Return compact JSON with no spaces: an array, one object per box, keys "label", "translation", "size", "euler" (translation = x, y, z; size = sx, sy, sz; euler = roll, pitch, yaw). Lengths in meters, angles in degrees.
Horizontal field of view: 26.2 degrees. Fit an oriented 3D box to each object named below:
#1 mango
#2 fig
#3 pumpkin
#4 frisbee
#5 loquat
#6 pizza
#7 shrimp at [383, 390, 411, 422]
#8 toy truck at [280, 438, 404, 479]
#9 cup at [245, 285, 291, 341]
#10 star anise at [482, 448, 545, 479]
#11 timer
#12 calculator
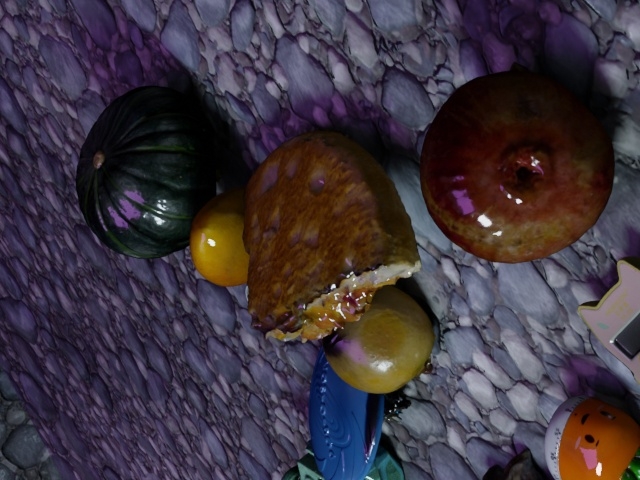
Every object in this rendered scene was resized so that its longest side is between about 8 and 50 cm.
[{"label":"mango","translation":[-0.120,-0.004,1.914],"size":[0.102,0.141,0.217],"euler":[37,-175,15]},{"label":"fig","translation":[0.193,-0.077,1.372],"size":[0.205,0.205,0.205],"euler":[38,146,32]},{"label":"pumpkin","translation":[-0.237,-0.098,1.987],"size":[0.250,0.216,0.249],"euler":[11,103,58]},{"label":"frisbee","translation":[0.023,0.233,1.940],"size":[0.242,0.045,0.242],"euler":[-176,90,-68]},{"label":"loquat","translation":[0.075,0.128,1.787],"size":[0.163,0.137,0.163],"euler":[18,131,22]},{"label":"pizza","translation":[0.000,0.000,1.715],"size":[0.409,0.114,0.277],"euler":[21,100,63]},{"label":"shrimp","translation":[0.067,0.232,1.963],"size":[0.076,0.082,0.174],"euler":[56,159,-7]},{"label":"toy truck","translation":[0.050,0.427,2.098],"size":[0.155,0.156,0.279],"euler":[26,139,44]},{"label":"cup","translation":[-0.038,0.081,1.953],"size":[0.102,0.099,0.074],"euler":[58,152,-2]},{"label":"star anise","translation":[0.280,0.399,1.775],"size":[0.223,0.109,0.236],"euler":[21,133,42]},{"label":"timer","translation":[0.322,0.245,1.559],"size":[0.136,0.099,0.136],"euler":[44,161,20]},{"label":"calculator","translation":[0.379,0.123,1.425],"size":[0.236,0.033,0.157],"euler":[48,149,13]}]
